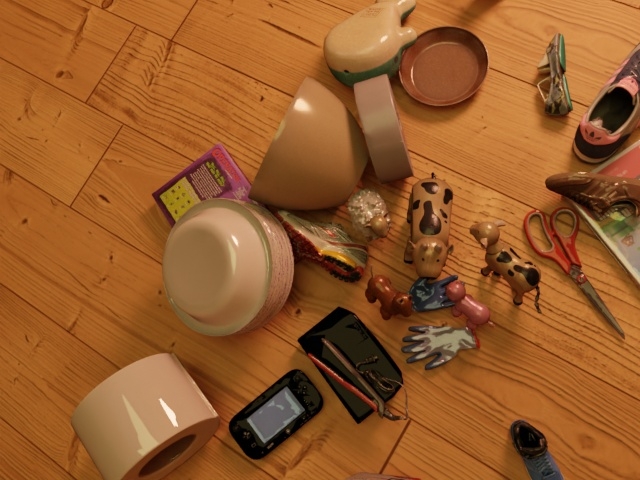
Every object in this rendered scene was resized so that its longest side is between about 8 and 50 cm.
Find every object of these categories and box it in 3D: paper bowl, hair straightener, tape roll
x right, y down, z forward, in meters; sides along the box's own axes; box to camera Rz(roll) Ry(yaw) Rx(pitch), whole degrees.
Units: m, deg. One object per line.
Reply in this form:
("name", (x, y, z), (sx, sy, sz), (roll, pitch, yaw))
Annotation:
("paper bowl", (-0.208, 0.054, 1.341), (0.284, 0.148, 0.284), (-2, 87, 28))
("hair straightener", (0.087, 0.266, 1.288), (0.230, 0.047, 0.089), (37, 86, 20))
("tape roll", (-0.348, 0.367, 1.312), (0.246, 0.246, 0.169), (-42, 70, 1))
("tape roll", (0.133, -0.230, 1.363), (0.072, 0.219, 0.219), (-15, 72, 11))

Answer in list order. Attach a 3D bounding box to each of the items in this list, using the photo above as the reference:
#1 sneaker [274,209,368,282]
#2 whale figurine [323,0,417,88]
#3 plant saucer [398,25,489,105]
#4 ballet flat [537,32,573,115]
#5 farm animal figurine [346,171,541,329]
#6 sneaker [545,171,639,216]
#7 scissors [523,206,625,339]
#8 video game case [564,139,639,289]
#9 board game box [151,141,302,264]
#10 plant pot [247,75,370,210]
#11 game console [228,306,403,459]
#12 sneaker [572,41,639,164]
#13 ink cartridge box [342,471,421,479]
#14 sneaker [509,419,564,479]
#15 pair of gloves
("sneaker", (0.000, 0.000, 1.395), (0.225, 0.088, 0.092), (31, 56, -2))
("whale figurine", (0.125, -0.450, 1.489), (0.216, 0.141, 0.272), (12, 55, 30))
("plant saucer", (0.276, -0.385, 1.466), (0.199, 0.036, 0.198), (-4, 75, 14))
("ballet flat", (0.492, -0.352, 1.390), (0.070, 0.070, 0.188), (-3, 71, 14))
("farm animal figurine", (0.239, 0.010, 1.273), (0.331, 0.172, 0.326), (-10, 64, -3))
("sneaker", (0.535, -0.089, 1.275), (0.189, 0.066, 0.071), (6, 78, 17))
("scissors", (0.497, 0.067, 1.297), (0.109, 0.021, 0.297), (-17, 73, 7))
("video game case", (0.648, -0.043, 1.283), (0.204, 0.025, 0.285), (-34, 70, 4))
("board game box", (-0.218, -0.034, 1.495), (0.208, 0.056, 0.346), (-38, 70, 7))
("plant pot", (-0.006, -0.174, 1.378), (0.191, 0.284, 0.284), (26, 82, -4))
("game console", (-0.021, 0.320, 1.348), (0.361, 0.044, 0.213), (-40, 69, 2))
("sneaker", (0.625, -0.301, 1.302), (0.112, 0.131, 0.319), (32, 85, 20))
("ink cartridge box", (0.114, 0.474, 1.199), (0.128, 0.175, 0.072), (1, 76, 15))
("sneaker", (0.397, 0.399, 1.195), (0.058, 0.084, 0.152), (-27, 71, 6))
("pair of gloves", (0.230, 0.158, 1.338), (0.159, 0.023, 0.198), (-15, 73, 8))
